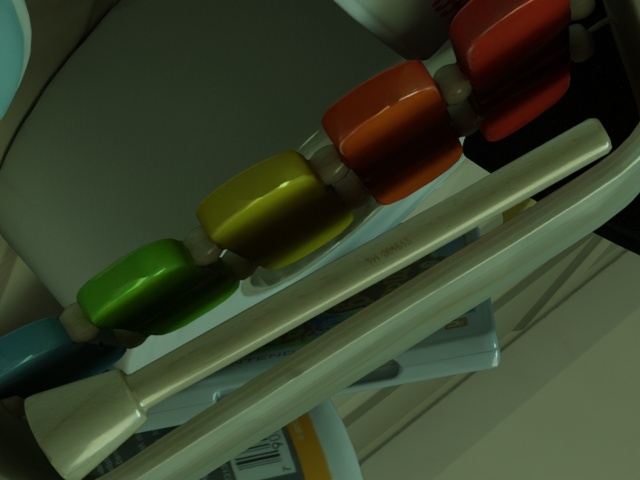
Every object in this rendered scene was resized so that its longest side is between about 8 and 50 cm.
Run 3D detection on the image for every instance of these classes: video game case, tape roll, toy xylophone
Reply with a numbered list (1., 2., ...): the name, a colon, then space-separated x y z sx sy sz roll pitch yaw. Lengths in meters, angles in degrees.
1. video game case: -0.004 0.039 1.025 0.193 0.023 0.212 -11 -163 5
2. tape roll: -0.012 -0.059 0.874 0.286 0.100 0.286 -41 169 -10
3. toy xylophone: 0.000 0.000 0.642 0.322 0.081 0.236 -31 171 -4

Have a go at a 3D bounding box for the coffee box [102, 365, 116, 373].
1. coffee box: -0.090 0.103 1.213 0.246 0.098 0.141 -34 167 -36

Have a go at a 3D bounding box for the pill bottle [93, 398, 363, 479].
1. pill bottle: -0.123 0.168 0.995 0.278 0.162 0.162 -11 158 -18

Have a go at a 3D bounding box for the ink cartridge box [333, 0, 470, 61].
1. ink cartridge box: 0.078 -0.200 0.601 0.273 0.115 0.198 -43 169 7

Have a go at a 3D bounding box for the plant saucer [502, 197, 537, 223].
1. plant saucer: 0.287 -0.189 1.453 0.332 0.081 0.333 -32 165 -39

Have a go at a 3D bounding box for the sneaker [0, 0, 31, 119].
1. sneaker: -0.146 -0.023 0.327 0.135 0.150 0.366 -43 162 15

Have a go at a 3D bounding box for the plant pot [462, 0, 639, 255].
1. plant pot: 0.206 -0.072 0.797 0.188 0.167 0.187 -8 132 -42
